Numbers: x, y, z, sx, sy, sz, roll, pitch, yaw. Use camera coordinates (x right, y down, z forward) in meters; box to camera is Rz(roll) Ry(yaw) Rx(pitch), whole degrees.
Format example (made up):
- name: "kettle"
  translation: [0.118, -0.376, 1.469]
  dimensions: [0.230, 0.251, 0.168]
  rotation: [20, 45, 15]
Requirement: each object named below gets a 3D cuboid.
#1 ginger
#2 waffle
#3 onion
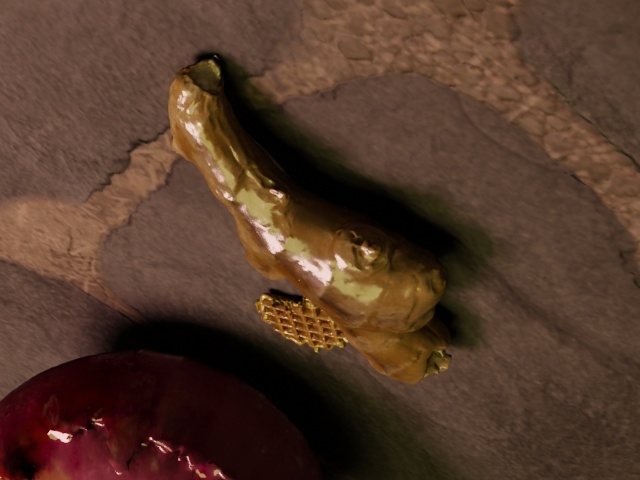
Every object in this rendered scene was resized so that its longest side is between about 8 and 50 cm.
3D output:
- name: "ginger"
  translation: [0.000, 0.000, 1.291]
  dimensions: [0.334, 0.081, 0.148]
  rotation: [42, 162, -21]
- name: "waffle"
  translation: [-0.010, 0.067, 1.453]
  dimensions: [0.085, 0.016, 0.078]
  rotation: [-9, 138, 46]
- name: "onion"
  translation: [-0.159, 0.252, 1.610]
  dimensions: [0.358, 0.345, 0.358]
  rotation: [9, 136, 9]
